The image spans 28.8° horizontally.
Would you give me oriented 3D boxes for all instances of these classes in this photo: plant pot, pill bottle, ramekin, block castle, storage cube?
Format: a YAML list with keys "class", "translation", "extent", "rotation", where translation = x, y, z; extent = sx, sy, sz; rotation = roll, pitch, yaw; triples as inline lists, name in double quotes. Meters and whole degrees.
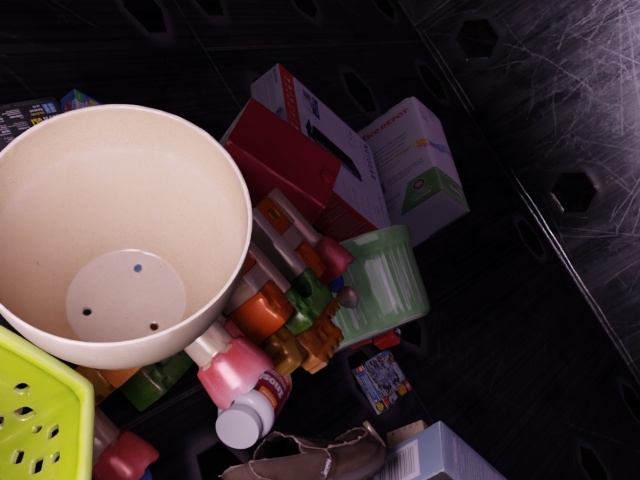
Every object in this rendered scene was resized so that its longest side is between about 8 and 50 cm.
- class: "plant pot"
  translation: [-0.213, 0.025, 1.328]
  extent: [0.191, 0.284, 0.284]
  rotation: [94, -20, -60]
- class: "pill bottle"
  translation: [-0.100, 0.241, 1.838]
  extent: [0.086, 0.086, 0.152]
  rotation: [52, 25, -10]
- class: "plant pot"
  translation: [-0.375, 0.221, 1.223]
  extent: [0.227, 0.207, 0.228]
  rotation: [38, 31, -34]
- class: "ramekin"
  translation: [0.028, 0.099, 2.005]
  extent: [0.303, 0.303, 0.148]
  rotation: [-9, 76, -63]
- class: "block castle"
  translation: [-0.132, 0.135, 1.659]
  extent: [0.213, 0.303, 0.453]
  rotation: [48, 25, -3]
- class: "storage cube"
  translation: [-0.102, -0.086, 2.063]
  extent: [0.193, 0.183, 0.215]
  rotation: [35, 29, -8]

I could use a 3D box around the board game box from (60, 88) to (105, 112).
- class: "board game box"
  translation: [-0.330, -0.125, 1.924]
  extent: [0.136, 0.035, 0.201]
  rotation: [27, 38, -47]

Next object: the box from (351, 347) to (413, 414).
- class: "box"
  translation: [0.114, 0.256, 2.278]
  extent: [0.094, 0.027, 0.137]
  rotation: [59, 25, 4]

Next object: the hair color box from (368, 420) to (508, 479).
- class: "hair color box"
  translation: [0.241, 0.476, 2.054]
  extent: [0.374, 0.185, 0.113]
  rotation: [43, 28, -27]

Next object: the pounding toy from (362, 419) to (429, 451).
- class: "pounding toy"
  translation: [0.154, 0.380, 2.145]
  extent: [0.141, 0.100, 0.130]
  rotation: [49, 24, -40]

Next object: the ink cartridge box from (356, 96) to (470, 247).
- class: "ink cartridge box"
  translation: [0.179, -0.137, 2.658]
  extent: [0.117, 0.201, 0.278]
  rotation: [34, 33, -41]

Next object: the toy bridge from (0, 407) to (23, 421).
- class: "toy bridge"
  translation: [-0.381, 0.190, 1.464]
  extent: [0.063, 0.026, 0.188]
  rotation: [43, 28, -24]

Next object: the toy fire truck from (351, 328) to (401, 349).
- class: "toy fire truck"
  translation: [0.098, 0.136, 2.347]
  extent: [0.135, 0.047, 0.192]
  rotation: [43, 35, -39]

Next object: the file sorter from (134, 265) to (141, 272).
- class: "file sorter"
  translation: [-0.273, -0.024, 1.747]
  extent: [0.104, 0.170, 0.118]
  rotation: [35, 32, -34]

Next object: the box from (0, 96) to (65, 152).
- class: "box"
  translation: [-0.444, -0.044, 1.357]
  extent: [0.079, 0.257, 0.322]
  rotation: [58, 24, 2]

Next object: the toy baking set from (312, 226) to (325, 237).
- class: "toy baking set"
  translation: [0.004, 0.006, 2.382]
  extent: [0.196, 0.030, 0.256]
  rotation: [60, 21, 19]

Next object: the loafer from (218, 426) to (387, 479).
- class: "loafer"
  translation: [-0.020, 0.327, 1.822]
  extent: [0.130, 0.134, 0.366]
  rotation: [60, 25, 8]

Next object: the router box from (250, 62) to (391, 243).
- class: "router box"
  translation: [0.001, -0.154, 2.468]
  extent: [0.301, 0.082, 0.335]
  rotation: [39, 25, -33]
